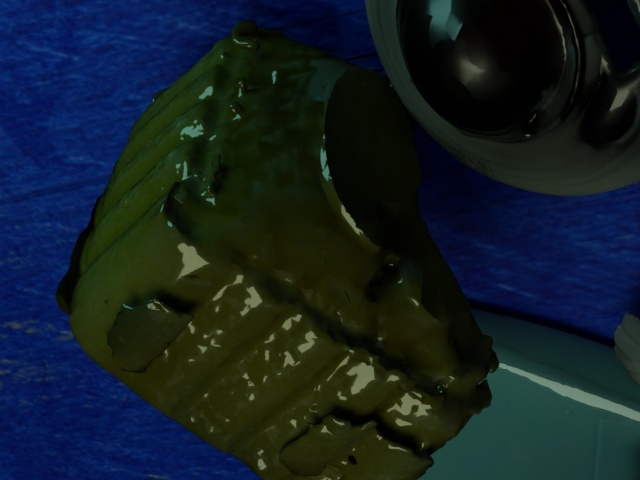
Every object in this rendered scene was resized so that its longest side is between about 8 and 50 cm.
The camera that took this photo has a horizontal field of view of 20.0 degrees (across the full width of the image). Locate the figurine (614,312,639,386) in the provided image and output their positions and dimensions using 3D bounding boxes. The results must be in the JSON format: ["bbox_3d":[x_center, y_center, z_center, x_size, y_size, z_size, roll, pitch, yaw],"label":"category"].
[{"bbox_3d":[0.271,0.074,1.384,0.094,0.082,0.086,56,147,-11],"label":"figurine"}]

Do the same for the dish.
[{"bbox_3d":[0.120,-0.135,1.173,0.273,0.134,0.273,21,128,29],"label":"dish"}]

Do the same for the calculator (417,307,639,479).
[{"bbox_3d":[0.127,0.161,1.538,0.386,0.054,0.256,14,133,19],"label":"calculator"}]

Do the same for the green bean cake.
[{"bbox_3d":[0.000,0.000,1.289,0.285,0.310,0.202,32,130,-19],"label":"green bean cake"}]
